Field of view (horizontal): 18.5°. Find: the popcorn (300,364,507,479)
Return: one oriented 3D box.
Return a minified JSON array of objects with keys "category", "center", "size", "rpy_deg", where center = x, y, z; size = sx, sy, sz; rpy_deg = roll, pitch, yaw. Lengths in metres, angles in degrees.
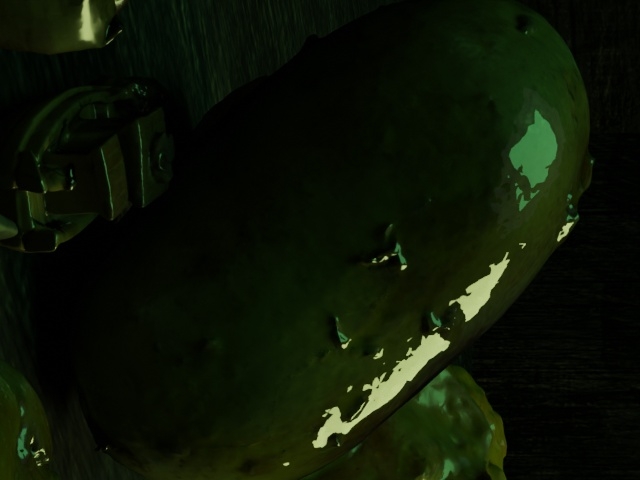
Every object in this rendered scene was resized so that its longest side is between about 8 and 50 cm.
[{"category":"popcorn","center":[0.038,0.157,1.388],"size":[0.266,0.192,0.233],"rpy_deg":[36,52,-47]}]

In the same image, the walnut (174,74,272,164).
[{"category":"walnut","center":[0.000,0.000,1.209],"size":[0.225,0.193,0.193],"rpy_deg":[78,15,-50]}]

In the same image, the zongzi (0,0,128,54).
[{"category":"zongzi","center":[-0.109,-0.250,0.708],"size":[0.300,0.138,0.286],"rpy_deg":[-82,170,-50]}]

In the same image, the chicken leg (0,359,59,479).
[{"category":"chicken leg","center":[-0.144,0.068,0.656],"size":[0.227,0.088,0.103],"rpy_deg":[69,33,-50]}]

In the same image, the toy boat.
[{"category":"toy boat","center":[-0.105,-0.035,0.898],"size":[0.206,0.072,0.064],"rpy_deg":[-63,149,-72]}]

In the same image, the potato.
[{"category":"potato","center":[0.007,0.002,0.991],"size":[0.173,0.307,0.210],"rpy_deg":[51,10,8]}]

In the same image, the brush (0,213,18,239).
[{"category":"brush","center":[-0.167,-0.017,0.576],"size":[0.321,0.060,0.050],"rpy_deg":[37,66,-78]}]
